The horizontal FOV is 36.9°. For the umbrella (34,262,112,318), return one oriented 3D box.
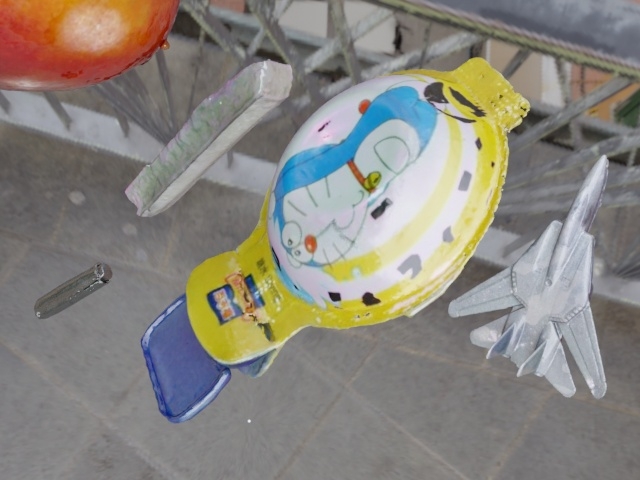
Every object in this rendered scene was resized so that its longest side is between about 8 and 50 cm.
[{"bbox_3d":[-0.326,0.065,1.262,0.133,0.031,0.036,-27,66,25],"label":"umbrella"}]

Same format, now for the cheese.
[{"bbox_3d":[0.000,0.000,0.500,0.250,0.064,0.156,-42,44,12],"label":"cheese"}]

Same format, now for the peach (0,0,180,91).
[{"bbox_3d":[-0.190,-0.184,0.571,0.226,0.196,0.190,17,79,-31],"label":"peach"}]

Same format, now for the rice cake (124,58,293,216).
[{"bbox_3d":[-0.094,-0.081,0.787,0.047,0.206,0.036,-28,82,-49],"label":"rice cake"}]

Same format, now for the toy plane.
[{"bbox_3d":[0.276,0.030,1.094,0.212,0.088,0.267,29,102,32],"label":"toy plane"}]
